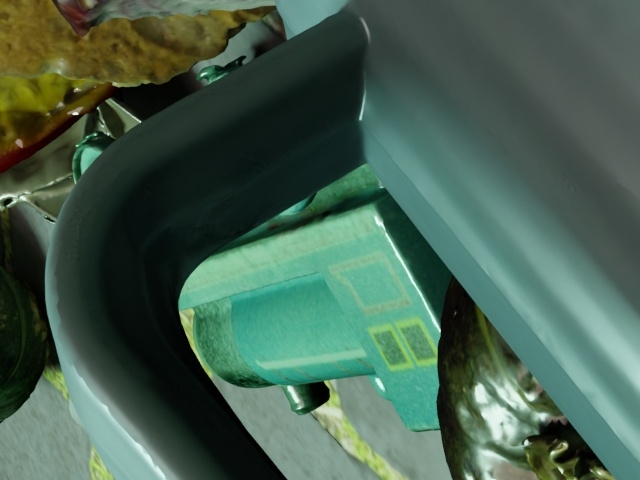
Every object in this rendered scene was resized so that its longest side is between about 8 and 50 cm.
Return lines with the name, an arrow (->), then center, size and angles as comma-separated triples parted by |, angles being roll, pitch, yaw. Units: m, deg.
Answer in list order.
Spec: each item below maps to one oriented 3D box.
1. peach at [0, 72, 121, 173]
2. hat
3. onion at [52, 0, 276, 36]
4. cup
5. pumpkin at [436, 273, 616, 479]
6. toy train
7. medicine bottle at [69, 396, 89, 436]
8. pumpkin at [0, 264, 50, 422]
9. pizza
peach -> -0.184, -0.167, 0.863 | 0.338, 0.281, 0.281 | -23, 93, 42
hat -> -0.124, -0.063, 1.077 | 0.175, 0.085, 0.147 | 31, 132, 9
onion -> 0.008, -0.188, 0.592 | 0.206, 0.216, 0.207 | -21, 87, 58
cup -> 0.145, 0.006, 0.425 | 0.311, 0.331, 0.257 | 52, -167, 25
pumpkin -> 0.139, 0.074, 0.640 | 0.238, 0.159, 0.238 | 37, 138, 43
toy train -> 0.000, 0.000, 0.861 | 0.194, 0.120, 0.298 | 61, 152, -7
medicine bottle -> -0.120, 0.123, 1.220 | 0.091, 0.058, 0.058 | 36, 142, 40
pumpkin -> -0.291, 0.084, 1.344 | 0.146, 0.190, 0.190 | 51, 151, 3
pizza -> -0.065, -0.141, 0.780 | 0.062, 0.161, 0.182 | -104, 33, -71
